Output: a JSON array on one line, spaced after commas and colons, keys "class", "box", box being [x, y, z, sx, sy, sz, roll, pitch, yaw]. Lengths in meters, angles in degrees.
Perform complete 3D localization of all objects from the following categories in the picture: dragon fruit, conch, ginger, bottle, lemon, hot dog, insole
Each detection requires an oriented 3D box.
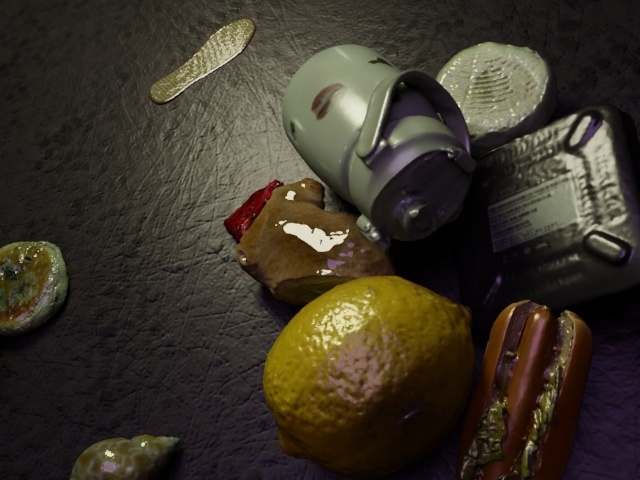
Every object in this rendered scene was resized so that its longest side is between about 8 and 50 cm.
[{"class": "dragon fruit", "box": [-0.104, -0.050, 1.285, 0.131, 0.063, 0.097, -44, 61, -8]}, {"class": "conch", "box": [-0.303, 0.347, 1.127, 0.116, 0.106, 0.172, 30, 94, 7]}, {"class": "ginger", "box": [0.000, 0.000, 1.195, 0.276, 0.130, 0.221, -8, 53, 7]}, {"class": "bottle", "box": [0.096, -0.141, 1.121, 0.229, 0.229, 0.351, -33, 37, -1]}, {"class": "lemon", "box": [0.068, 0.171, 1.018, 0.310, 0.253, 0.253, -36, 60, -3]}, {"class": "hot dog", "box": [0.245, 0.244, 0.971, 0.135, 0.100, 0.337, 16, 90, 21]}, {"class": "insole", "box": [-0.228, -0.350, 1.506, 0.253, 0.005, 0.086, -39, 60, -5]}]

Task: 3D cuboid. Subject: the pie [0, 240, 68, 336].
[{"class": "pie", "box": [-0.528, 0.079, 1.360, 0.187, 0.041, 0.186, -7, 62, 14]}]

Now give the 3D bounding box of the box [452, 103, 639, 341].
[{"class": "box", "box": [0.312, -0.023, 1.080, 0.290, 0.073, 0.288, -25, 54, 40]}]

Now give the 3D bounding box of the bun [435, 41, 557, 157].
[{"class": "bun", "box": [0.276, -0.218, 1.225, 0.196, 0.118, 0.195, -9, 65, 19]}]
